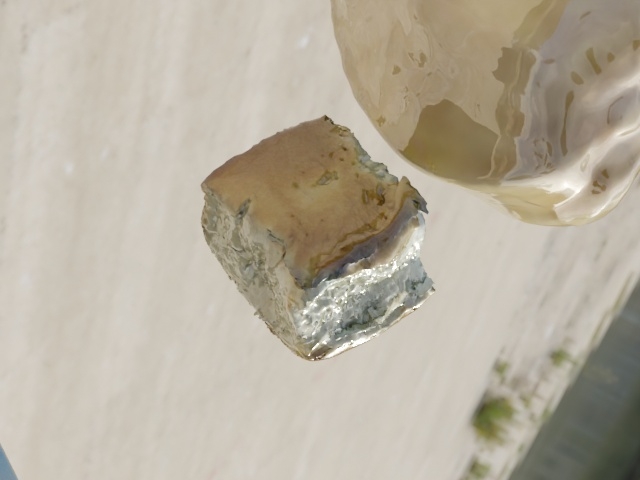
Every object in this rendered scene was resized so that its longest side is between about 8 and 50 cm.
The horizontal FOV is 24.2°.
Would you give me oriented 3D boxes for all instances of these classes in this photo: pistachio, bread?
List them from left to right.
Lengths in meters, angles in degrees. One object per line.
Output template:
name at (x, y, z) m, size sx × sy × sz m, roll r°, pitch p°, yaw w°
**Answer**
bread at (-0.001, 0.002, 0.621) m, size 0.070 × 0.083 × 0.076 m, roll -31°, pitch 147°, yaw -18°
pistachio at (0.081, -0.108, 0.706) m, size 0.157 × 0.229 × 0.157 m, roll -12°, pitch 136°, yaw -12°

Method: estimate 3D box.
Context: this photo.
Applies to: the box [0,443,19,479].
box at (-0.173, 0.184, 0.686) m, size 0.073 × 0.194 × 0.139 m, roll 3°, pitch 111°, yaw -27°
